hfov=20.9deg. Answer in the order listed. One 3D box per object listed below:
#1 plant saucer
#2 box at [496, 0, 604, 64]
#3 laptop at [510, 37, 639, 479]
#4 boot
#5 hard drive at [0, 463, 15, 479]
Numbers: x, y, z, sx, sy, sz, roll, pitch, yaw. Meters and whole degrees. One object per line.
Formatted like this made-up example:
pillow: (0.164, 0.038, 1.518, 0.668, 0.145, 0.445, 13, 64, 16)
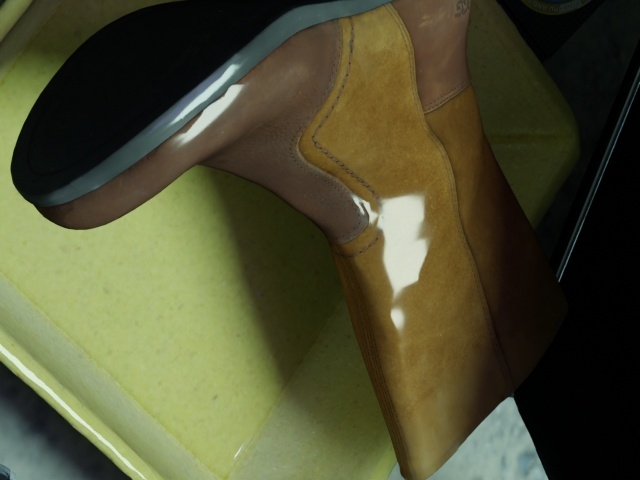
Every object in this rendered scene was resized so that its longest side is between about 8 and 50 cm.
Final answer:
plant saucer: (-0.043, -0.038, 0.875, 0.333, 0.081, 0.332, 49, 62, -33)
box: (0.149, -0.266, 0.962, 0.270, 0.060, 0.216, -46, 129, -1)
laptop: (0.280, -0.027, 0.986, 0.408, 0.236, 0.382, 6, 112, -42)
boot: (0.000, 0.000, 0.829, 0.264, 0.096, 0.280, -46, 130, -37)
hard drive: (-0.247, 0.166, 0.674, 0.254, 0.054, 0.172, -50, 127, 1)
